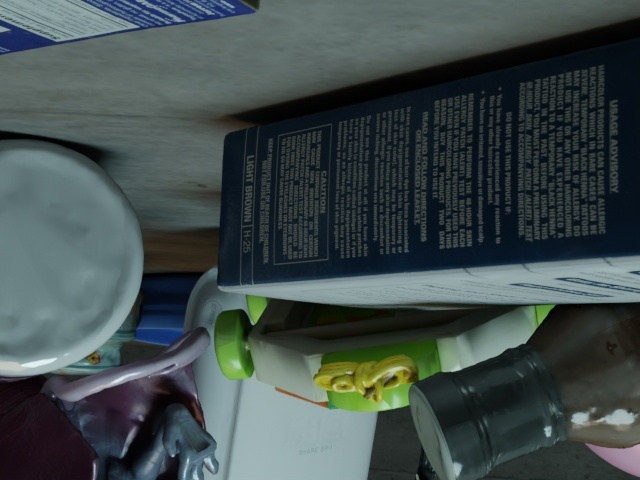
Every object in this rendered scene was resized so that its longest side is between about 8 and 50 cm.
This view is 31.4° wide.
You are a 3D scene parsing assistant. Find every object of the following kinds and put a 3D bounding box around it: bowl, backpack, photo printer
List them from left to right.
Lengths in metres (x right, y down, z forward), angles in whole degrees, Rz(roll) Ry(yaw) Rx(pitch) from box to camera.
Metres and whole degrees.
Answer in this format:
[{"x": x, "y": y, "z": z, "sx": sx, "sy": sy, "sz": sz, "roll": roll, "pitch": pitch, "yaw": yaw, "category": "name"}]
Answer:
[{"x": -0.294, "y": 0.087, "z": 1.349, "sx": 0.165, "sy": 0.144, "sz": 0.188, "roll": 7, "pitch": 169, "yaw": -13, "category": "backpack"}, {"x": -0.102, "y": 0.111, "z": 1.613, "sx": 0.391, "sy": 0.077, "sz": 0.391, "roll": 4, "pitch": 170, "yaw": 1, "category": "bowl"}, {"x": -0.039, "y": 0.161, "z": 1.172, "sx": 0.107, "sy": 0.308, "sz": 0.256, "roll": 12, "pitch": -176, "yaw": 38, "category": "photo printer"}]

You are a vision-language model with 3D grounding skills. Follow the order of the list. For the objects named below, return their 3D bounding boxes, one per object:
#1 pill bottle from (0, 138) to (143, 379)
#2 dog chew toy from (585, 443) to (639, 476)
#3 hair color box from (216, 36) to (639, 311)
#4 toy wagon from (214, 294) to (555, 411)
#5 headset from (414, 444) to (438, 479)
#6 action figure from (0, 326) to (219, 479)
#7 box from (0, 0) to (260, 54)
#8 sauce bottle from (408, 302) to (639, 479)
[{"x": -0.250, "y": 0.029, "z": 0.913, "sx": 0.169, "sy": 0.169, "sz": 0.301, "roll": 7, "pitch": 170, "yaw": -18, "category": "pill bottle"}, {"x": 0.287, "y": 0.094, "z": 1.011, "sx": 0.206, "sy": 0.207, "sz": 0.332, "roll": 4, "pitch": 179, "yaw": -1, "category": "dog chew toy"}, {"x": 0.116, "y": -0.022, "z": 0.633, "sx": 0.174, "sy": 0.105, "sz": 0.347, "roll": 9, "pitch": 170, "yaw": -43, "category": "hair color box"}, {"x": 0.055, "y": 0.064, "z": 0.889, "sx": 0.267, "sy": 0.068, "sz": 0.344, "roll": -9, "pitch": -165, "yaw": 12, "category": "toy wagon"}, {"x": -0.019, "y": 0.227, "z": 1.482, "sx": 0.394, "sy": 0.185, "sz": 0.243, "roll": 12, "pitch": 175, "yaw": 26, "category": "headset"}, {"x": -0.287, "y": 0.182, "z": 1.060, "sx": 0.248, "sy": 0.276, "sz": 0.370, "roll": -18, "pitch": -151, "yaw": -42, "category": "action figure"}, {"x": -0.152, "y": -0.109, "z": 0.440, "sx": 0.225, "sy": 0.037, "sz": 0.136, "roll": -4, "pitch": 167, "yaw": 32, "category": "box"}, {"x": 0.225, "y": 0.064, "z": 0.734, "sx": 0.344, "sy": 0.111, "sz": 0.111, "roll": -18, "pitch": 174, "yaw": -10, "category": "sauce bottle"}]
